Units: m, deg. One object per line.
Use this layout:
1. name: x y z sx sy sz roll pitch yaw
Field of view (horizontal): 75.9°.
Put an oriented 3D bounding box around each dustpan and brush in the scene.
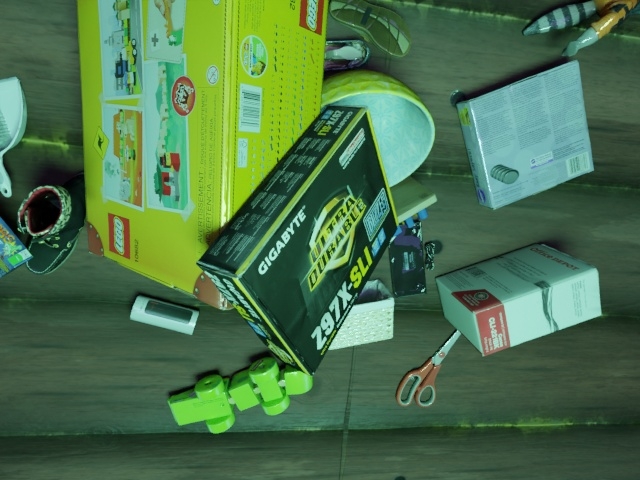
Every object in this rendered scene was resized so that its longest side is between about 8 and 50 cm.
1. dustpan and brush: -0.610 -0.187 0.766 0.147 0.060 0.211 -14 105 -4

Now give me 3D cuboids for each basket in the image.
1. basket: 0.074 0.166 0.925 0.167 0.113 0.103 -8 109 -6

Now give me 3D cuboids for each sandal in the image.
1. sandal: 0.100 -0.426 0.816 0.180 0.049 0.072 29 93 1

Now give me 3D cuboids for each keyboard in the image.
1. keyboard: 0.216 0.043 0.960 0.108 0.023 0.180 -8 106 1

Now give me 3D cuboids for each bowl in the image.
1. bowl: 0.056 -0.222 0.784 0.289 0.289 0.156 -7 62 -6

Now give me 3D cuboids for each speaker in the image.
1. speaker: -0.338 0.163 0.896 0.136 0.055 0.055 18 101 -11

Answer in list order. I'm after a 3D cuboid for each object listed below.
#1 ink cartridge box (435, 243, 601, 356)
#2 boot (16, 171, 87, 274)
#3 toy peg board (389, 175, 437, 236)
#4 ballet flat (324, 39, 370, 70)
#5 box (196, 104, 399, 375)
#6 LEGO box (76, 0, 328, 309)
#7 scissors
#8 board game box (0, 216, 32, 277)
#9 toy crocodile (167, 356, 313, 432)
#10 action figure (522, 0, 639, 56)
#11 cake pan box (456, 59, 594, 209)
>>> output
1. ink cartridge box: 0.431 0.121 0.917 0.272 0.197 0.114 -19 107 -2
2. boot: -0.509 -0.019 0.760 0.085 0.178 0.236 34 96 -15
3. toy peg board: 0.146 -0.054 0.862 0.161 0.161 0.079 -31 122 1
4. ballet flat: 0.009 -0.366 0.806 0.188 0.070 0.070 -8 105 -6
5. box: 0.000 0.000 0.616 0.322 0.079 0.257 -55 143 -28
6. LEGO box: -0.201 -0.191 0.655 0.372 0.193 0.500 15 107 34
7. scissors: 0.287 0.298 1.032 0.109 0.021 0.297 20 102 -10
8. board game box: -0.612 -0.001 0.757 0.035 0.201 0.136 -45 112 -41
9. toy crocodile: -0.181 0.345 0.947 0.340 0.105 0.115 -18 106 2
10. action figure: 0.580 -0.540 0.824 0.330 0.178 0.341 -19 79 -10
11. cake pan box: 0.457 -0.230 0.901 0.266 0.070 0.246 -22 108 -2
